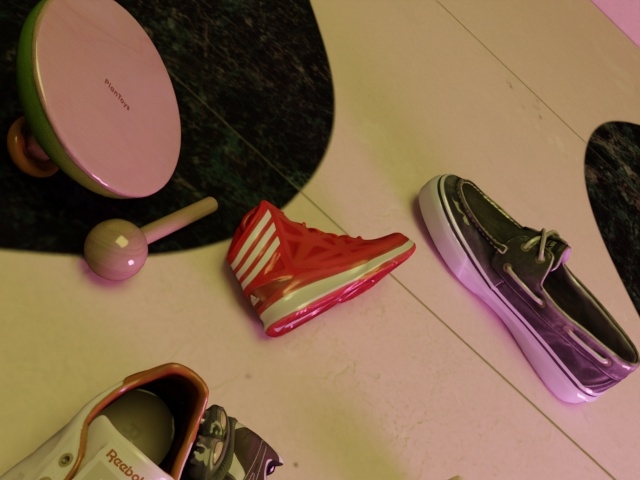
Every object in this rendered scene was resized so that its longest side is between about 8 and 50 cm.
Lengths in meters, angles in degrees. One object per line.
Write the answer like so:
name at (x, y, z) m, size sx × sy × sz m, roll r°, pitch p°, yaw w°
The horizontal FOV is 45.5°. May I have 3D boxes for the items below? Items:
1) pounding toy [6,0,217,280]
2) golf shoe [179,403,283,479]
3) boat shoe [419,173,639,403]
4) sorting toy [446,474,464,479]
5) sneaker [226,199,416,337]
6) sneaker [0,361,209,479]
pounding toy at (-0.211, -0.091, 0.678) m, size 0.237 × 0.110 × 0.183 m, roll 70°, pitch 25°, yaw -17°
golf shoe at (-0.070, 0.216, 0.542) m, size 0.093 × 0.077 × 0.198 m, roll 29°, pitch 44°, yaw -19°
boat shoe at (0.261, 0.037, 0.934) m, size 0.335 × 0.119 × 0.121 m, roll 51°, pitch 41°, yaw 6°
sorting toy at (0.115, 0.270, 0.684) m, size 0.075 × 0.045 × 0.083 m, roll 55°, pitch 40°, yaw 0°
sneaker at (0.000, 0.000, 0.773) m, size 0.221 × 0.087 × 0.128 m, roll -22°, pitch 75°, yaw -49°
sneaker at (-0.168, 0.175, 0.460) m, size 0.106 × 0.123 × 0.290 m, roll 42°, pitch 42°, yaw -7°
